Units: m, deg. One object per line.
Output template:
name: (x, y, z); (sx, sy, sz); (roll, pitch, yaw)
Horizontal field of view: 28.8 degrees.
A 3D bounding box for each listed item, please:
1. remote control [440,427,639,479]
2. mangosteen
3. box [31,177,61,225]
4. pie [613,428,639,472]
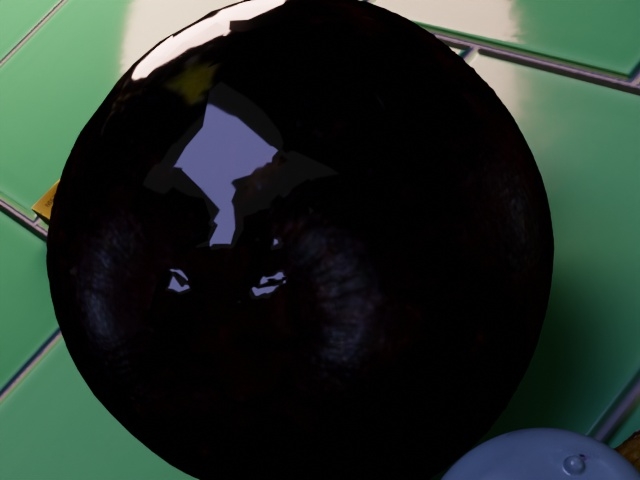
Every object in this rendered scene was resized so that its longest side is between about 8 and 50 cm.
remote control: (0.115, 0.159, 0.389); (0.087, 0.047, 0.244); (-31, 55, -8)
mangosteen: (0.000, 0.000, 0.582); (0.228, 0.228, 0.265); (-22, 5, 20)
box: (-0.129, -0.026, 0.843); (0.089, 0.022, 0.156); (-48, 39, -12)
pie: (0.121, 0.109, 0.481); (0.191, 0.033, 0.088); (-37, 26, 21)
